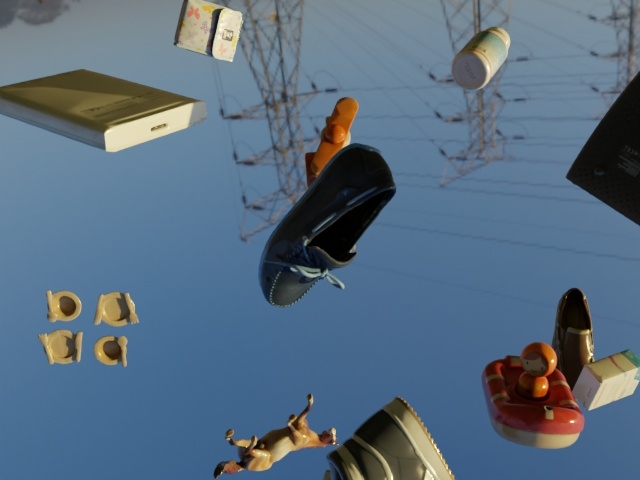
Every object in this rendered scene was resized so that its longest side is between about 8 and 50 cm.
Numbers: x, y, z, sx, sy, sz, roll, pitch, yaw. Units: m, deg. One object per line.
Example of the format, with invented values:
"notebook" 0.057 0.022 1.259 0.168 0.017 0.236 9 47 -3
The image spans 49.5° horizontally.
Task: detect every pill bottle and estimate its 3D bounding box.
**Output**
"pill bottle" 0.346 -0.393 1.480 0.087 0.087 0.160 9 -138 33

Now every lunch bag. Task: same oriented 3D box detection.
"lunch bag" -0.152 -0.290 0.952 0.083 0.071 0.053 13 -167 -22

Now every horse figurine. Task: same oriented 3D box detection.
"horse figurine" -0.093 0.402 1.381 0.263 0.174 0.066 -23 -128 -15

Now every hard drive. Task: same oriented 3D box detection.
"hard drive" 0.491 -0.149 0.978 0.172 0.254 0.054 42 -165 32
"hard drive" -0.368 -0.221 1.134 0.308 0.040 0.203 20 -147 32

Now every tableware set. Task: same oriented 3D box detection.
"tableware set" -0.399 0.152 1.190 0.169 0.141 0.020 3 -164 -6

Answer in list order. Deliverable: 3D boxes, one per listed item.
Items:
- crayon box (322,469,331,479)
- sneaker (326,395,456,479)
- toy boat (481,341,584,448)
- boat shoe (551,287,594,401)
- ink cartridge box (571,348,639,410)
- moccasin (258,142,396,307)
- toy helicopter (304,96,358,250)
"crayon box" 0.066 0.561 1.114 0.203 0.083 0.322 9 -116 17
"sneaker" 0.116 0.367 0.920 0.153 0.282 0.099 -30 177 -18
"toy boat" 0.364 0.244 1.183 0.151 0.151 0.231 4 -159 3
"boat shoe" 0.563 0.224 1.549 0.095 0.095 0.257 0 -122 11
"ink cartridge box" 0.565 0.273 1.360 0.122 0.088 0.052 -13 -139 -24
"moccasin" 0.000 0.000 1.133 0.138 0.342 0.117 -1 -136 -38
"toy helicopter" 0.042 -0.131 1.426 0.140 0.235 0.355 -4 -134 -2
